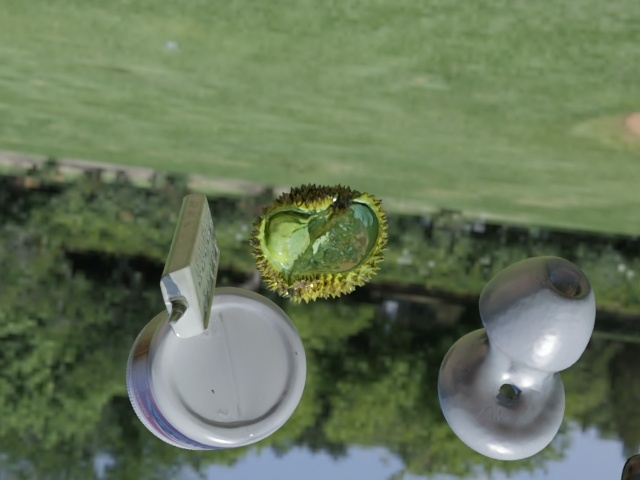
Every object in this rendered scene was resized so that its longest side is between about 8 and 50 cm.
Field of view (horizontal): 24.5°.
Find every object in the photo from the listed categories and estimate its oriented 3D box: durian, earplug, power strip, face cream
[{"bbox_3d":[-0.004,0.001,2.486,0.237,0.200,0.176,-14,-176,-5],"label":"durian"},{"bbox_3d":[0.311,0.178,2.280,0.214,0.325,0.175,22,180,-11],"label":"earplug"},{"bbox_3d":[-0.113,0.021,1.284,0.027,0.060,0.252,-11,-160,4],"label":"power strip"},{"bbox_3d":[-0.136,0.167,1.883,0.201,0.201,0.187,7,169,-17],"label":"face cream"}]

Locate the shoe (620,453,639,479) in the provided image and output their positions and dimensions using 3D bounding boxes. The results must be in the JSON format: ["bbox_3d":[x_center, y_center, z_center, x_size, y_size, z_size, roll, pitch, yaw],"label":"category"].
[{"bbox_3d":[0.431,0.386,1.900,0.099,0.227,0.112,-21,161,32],"label":"shoe"}]
